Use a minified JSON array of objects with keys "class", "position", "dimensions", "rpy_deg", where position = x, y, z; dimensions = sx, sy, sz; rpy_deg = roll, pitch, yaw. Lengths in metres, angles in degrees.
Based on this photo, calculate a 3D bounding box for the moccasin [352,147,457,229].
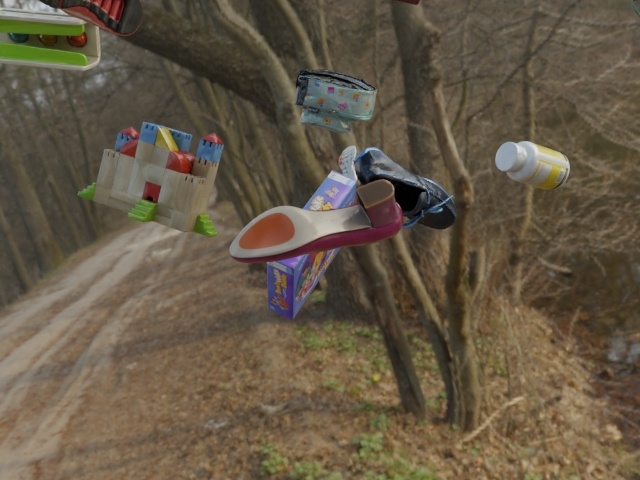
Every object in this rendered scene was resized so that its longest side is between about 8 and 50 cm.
[{"class":"moccasin","position":[0.212,-0.099,1.783],"dimensions":[0.137,0.342,0.116],"rpy_deg":[-48,33,29]}]

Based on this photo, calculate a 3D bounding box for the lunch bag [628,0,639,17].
[{"class":"lunch bag","position":[0.682,-0.630,1.532],"dimensions":[0.108,0.224,0.279],"rpy_deg":[-21,-32,35]}]

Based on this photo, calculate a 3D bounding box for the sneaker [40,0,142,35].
[{"class":"sneaker","position":[-0.505,-0.488,1.383],"dimensions":[0.136,0.115,0.314],"rpy_deg":[16,-3,35]}]

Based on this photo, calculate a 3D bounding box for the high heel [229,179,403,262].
[{"class":"high heel","position":[0.000,0.000,1.535],"dimensions":[0.377,0.127,0.181],"rpy_deg":[-17,-34,2]}]

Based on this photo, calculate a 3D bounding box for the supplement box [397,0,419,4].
[{"class":"supplement box","position":[0.120,-0.530,1.347],"dimensions":[0.104,0.080,0.188],"rpy_deg":[0,42,-25]}]

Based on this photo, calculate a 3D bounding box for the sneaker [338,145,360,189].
[{"class":"sneaker","position":[0.097,-0.217,2.169],"dimensions":[0.061,0.065,0.157],"rpy_deg":[-19,52,29]}]

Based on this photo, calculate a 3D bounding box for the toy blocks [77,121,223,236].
[{"class":"toy blocks","position":[-0.428,-0.189,1.874],"dimensions":[0.381,0.260,0.191],"rpy_deg":[18,9,16]}]

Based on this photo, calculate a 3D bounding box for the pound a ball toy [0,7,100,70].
[{"class":"pound a ball toy","position":[-0.686,-0.552,1.795],"dimensions":[0.319,0.208,0.135],"rpy_deg":[6,26,5]}]

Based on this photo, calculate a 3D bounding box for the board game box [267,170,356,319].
[{"class":"board game box","position":[-0.022,0.011,1.909],"dimensions":[0.078,0.233,0.347],"rpy_deg":[24,53,15]}]

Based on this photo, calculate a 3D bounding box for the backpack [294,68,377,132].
[{"class":"backpack","position":[0.040,-0.336,1.719],"dimensions":[0.188,0.144,0.166],"rpy_deg":[7,15,7]}]

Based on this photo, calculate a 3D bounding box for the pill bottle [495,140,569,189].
[{"class":"pill bottle","position":[0.537,-0.194,1.806],"dimensions":[0.184,0.103,0.103],"rpy_deg":[11,-8,-31]}]
